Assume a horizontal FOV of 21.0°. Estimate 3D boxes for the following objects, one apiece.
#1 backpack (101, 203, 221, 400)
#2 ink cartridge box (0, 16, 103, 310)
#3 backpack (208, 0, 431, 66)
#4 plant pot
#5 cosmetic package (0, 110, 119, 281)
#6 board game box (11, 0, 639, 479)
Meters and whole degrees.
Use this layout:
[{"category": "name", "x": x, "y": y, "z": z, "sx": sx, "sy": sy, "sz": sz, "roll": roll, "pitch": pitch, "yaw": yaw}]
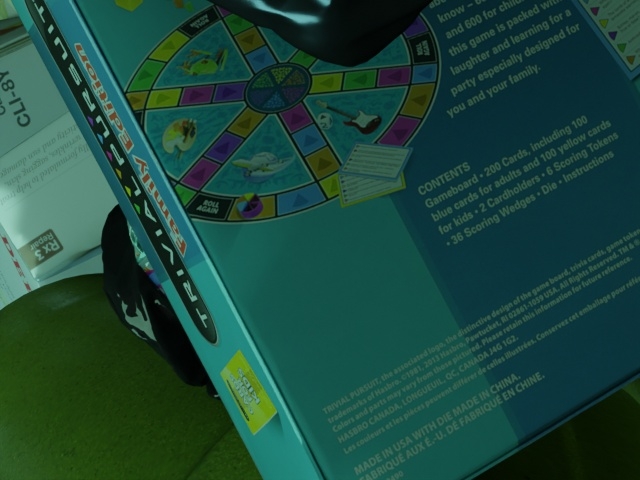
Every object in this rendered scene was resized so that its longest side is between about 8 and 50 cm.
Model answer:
[{"category": "backpack", "x": -0.019, "y": -0.035, "z": 0.800, "sx": 0.115, "sy": 0.182, "sz": 0.152, "roll": 38, "pitch": -162, "yaw": -19}, {"category": "ink cartridge box", "x": -0.253, "y": -0.052, "z": 1.557, "sx": 0.385, "sy": 0.160, "sz": 0.279, "roll": 11, "pitch": 127, "yaw": 66}, {"category": "backpack", "x": 0.047, "y": -0.240, "z": 0.413, "sx": 0.273, "sy": 0.290, "sz": 0.355, "roll": 23, "pitch": 162, "yaw": -27}, {"category": "plant pot", "x": -0.046, "y": 0.176, "z": 0.953, "sx": 0.353, "sy": 0.366, "sz": 0.366, "roll": 24, "pitch": 139, "yaw": 45}, {"category": "cosmetic package", "x": -0.122, "y": -0.052, "z": 1.136, "sx": 0.085, "sy": 0.117, "sz": 0.231, "roll": 59, "pitch": -166, "yaw": 0}, {"category": "board game box", "x": 0.029, "y": -0.092, "z": 0.662, "sx": 0.336, "sy": 0.254, "sz": 0.079, "roll": 62, "pitch": 161, "yaw": -1}]
